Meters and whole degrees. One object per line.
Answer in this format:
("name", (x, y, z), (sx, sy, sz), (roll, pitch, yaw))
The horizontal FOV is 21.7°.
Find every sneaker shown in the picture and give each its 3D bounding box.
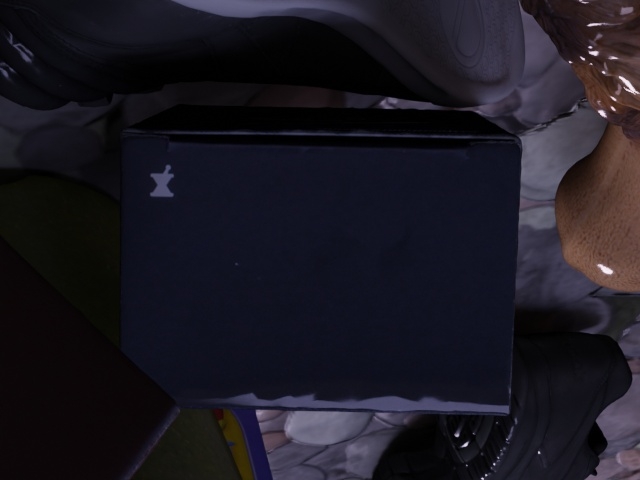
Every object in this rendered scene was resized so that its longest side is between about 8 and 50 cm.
("sneaker", (-0.032, -0.105, 0.715), (0.147, 0.104, 0.296), (-11, 170, 35))
("sneaker", (0.125, 0.160, 1.151), (0.130, 0.109, 0.286), (-7, 148, -25))

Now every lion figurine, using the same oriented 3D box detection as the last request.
("lion figurine", (0.184, -0.062, 0.804), (0.240, 0.142, 0.392), (-21, 142, -16))

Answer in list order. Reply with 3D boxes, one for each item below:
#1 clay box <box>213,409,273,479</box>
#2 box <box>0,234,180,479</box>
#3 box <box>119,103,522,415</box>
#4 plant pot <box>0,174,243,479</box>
("clay box", (-0.140, 0.155, 1.002), (0.222, 0.127, 0.053), (-2, 143, -22))
("box", (-0.254, 0.002, 0.532), (0.191, 0.381, 0.143), (-43, -177, 34))
("box", (0.000, 0.000, 0.712), (0.153, 0.108, 0.207), (2, -172, 2))
("plant pot", (-0.153, 0.117, 0.829), (0.276, 0.254, 0.276), (-12, 146, -8))
